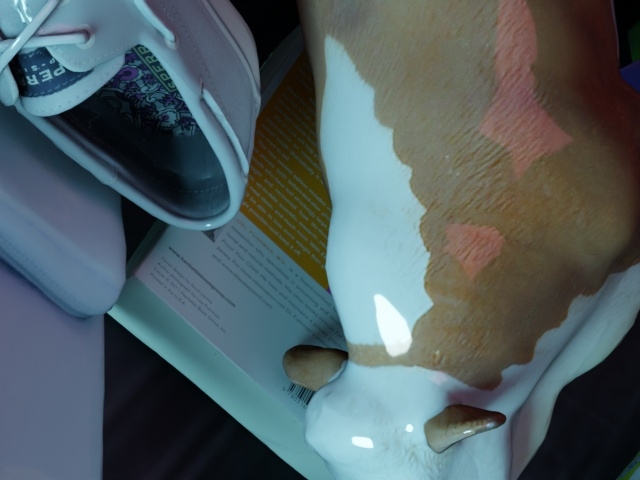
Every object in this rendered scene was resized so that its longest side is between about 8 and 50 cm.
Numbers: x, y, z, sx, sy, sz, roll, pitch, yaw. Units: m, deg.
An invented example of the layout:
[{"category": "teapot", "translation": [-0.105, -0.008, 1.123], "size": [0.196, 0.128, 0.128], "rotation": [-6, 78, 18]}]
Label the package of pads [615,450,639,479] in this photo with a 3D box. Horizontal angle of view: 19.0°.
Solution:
[{"category": "package of pads", "translation": [0.212, 0.175, 0.632], "size": [0.296, 0.101, 0.229], "rotation": [50, 45, 0]}]

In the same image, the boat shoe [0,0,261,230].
[{"category": "boat shoe", "translation": [-0.071, -0.061, 0.511], "size": [0.184, 0.066, 0.063], "rotation": [54, 24, -54]}]

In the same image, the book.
[{"category": "book", "translation": [0.000, 0.000, 0.639], "size": [0.096, 0.035, 0.144], "rotation": [42, 46, -11]}]

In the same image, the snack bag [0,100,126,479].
[{"category": "snack bag", "translation": [-0.143, -0.049, 0.455], "size": [0.323, 0.037, 0.343], "rotation": [43, 34, -46]}]

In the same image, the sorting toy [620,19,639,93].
[{"category": "sorting toy", "translation": [0.031, -0.139, 0.746], "size": [0.347, 0.047, 0.196], "rotation": [45, 40, -5]}]

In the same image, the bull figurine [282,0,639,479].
[{"category": "bull figurine", "translation": [0.061, -0.054, 0.609], "size": [0.188, 0.101, 0.310], "rotation": [-2, 73, -32]}]
